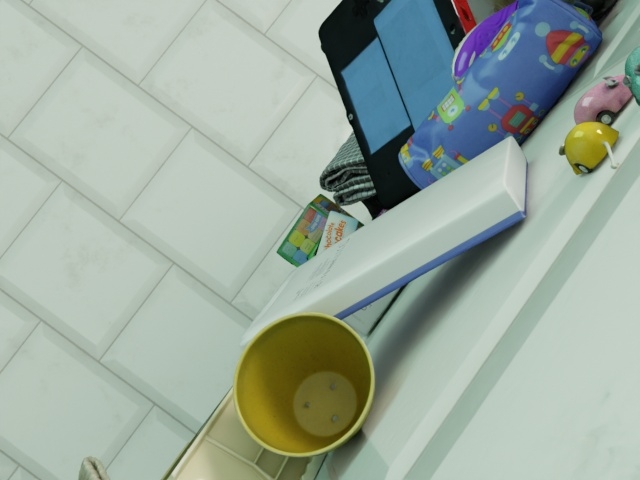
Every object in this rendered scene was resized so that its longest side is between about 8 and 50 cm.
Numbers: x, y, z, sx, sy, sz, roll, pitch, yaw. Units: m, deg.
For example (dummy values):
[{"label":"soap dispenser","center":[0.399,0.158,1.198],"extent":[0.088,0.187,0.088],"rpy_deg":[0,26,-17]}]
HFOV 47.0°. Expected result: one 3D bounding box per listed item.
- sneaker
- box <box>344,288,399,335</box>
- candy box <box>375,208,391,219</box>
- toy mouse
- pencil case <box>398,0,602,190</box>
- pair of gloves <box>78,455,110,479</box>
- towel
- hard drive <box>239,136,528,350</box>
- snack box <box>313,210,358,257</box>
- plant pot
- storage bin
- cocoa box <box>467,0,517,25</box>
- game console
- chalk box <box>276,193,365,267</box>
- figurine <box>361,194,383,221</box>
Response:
[{"label":"sneaker","center":[0.312,-0.311,1.028],"extent":[0.293,0.102,0.146],"rpy_deg":[-39,4,-7]},{"label":"box","center":[0.112,0.031,1.209],"extent":[0.232,0.058,0.322],"rpy_deg":[-54,1,0]},{"label":"candy box","center":[0.107,0.028,1.562],"extent":[0.233,0.071,0.159],"rpy_deg":[-54,0,-4]},{"label":"toy mouse","center":[0.236,-0.117,0.585],"extent":[0.143,0.031,0.161],"rpy_deg":[-54,0,2]},{"label":"pencil case","center":[0.230,-0.190,0.969],"extent":[0.306,0.119,0.133],"rpy_deg":[-54,41,26]},{"label":"pair of gloves","center":[-0.235,0.369,0.752],"extent":[0.042,0.240,0.204],"rpy_deg":[-2,-40,-41]},{"label":"towel","center":[0.150,-0.212,1.659],"extent":[0.283,0.121,0.235],"rpy_deg":[-20,26,45]},{"label":"hard drive","center":[0.074,0.009,0.797],"extent":[0.318,0.040,0.210],"rpy_deg":[-32,9,24]},{"label":"snack box","center":[-0.011,0.116,1.354],"extent":[0.322,0.060,0.187],"rpy_deg":[109,178,-53]},{"label":"plant pot","center":[-0.006,0.148,0.713],"extent":[0.134,0.134,0.095],"rpy_deg":[-53,-26,-13]},{"label":"storage bin","center":[-0.105,0.272,0.834],"extent":[0.262,0.123,0.260],"rpy_deg":[-54,-1,36]},{"label":"cocoa box","center":[0.311,-0.385,1.445],"extent":[0.347,0.231,0.228],"rpy_deg":[-53,0,-27]},{"label":"game console","center":[0.142,-0.281,1.264],"extent":[0.060,0.386,0.342],"rpy_deg":[-12,-11,-37]},{"label":"chalk box","center":[0.000,0.000,1.572],"extent":[0.132,0.132,0.213],"rpy_deg":[-55,-2,13]},{"label":"figurine","center":[0.085,-0.058,1.761],"extent":[0.215,0.209,0.092],"rpy_deg":[-54,0,-38]}]
